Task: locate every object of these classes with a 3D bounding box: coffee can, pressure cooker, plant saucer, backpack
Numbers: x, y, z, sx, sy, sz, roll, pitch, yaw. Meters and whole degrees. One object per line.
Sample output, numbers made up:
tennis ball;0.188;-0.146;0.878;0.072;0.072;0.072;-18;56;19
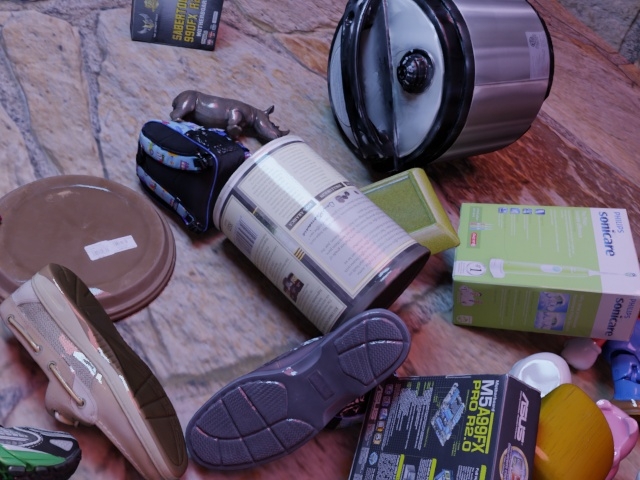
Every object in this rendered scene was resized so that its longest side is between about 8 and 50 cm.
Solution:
coffee can;0.000;0.000;0.853;0.275;0.201;0.201;44;48;16
pressure cooker;0.215;-0.341;1.133;0.421;0.375;0.369;-16;62;-35
plant saucer;0.126;-0.044;0.991;0.188;0.045;0.188;-21;55;4
backpack;0.048;0.206;0.776;0.114;0.084;0.105;-4;55;-19
plant saucer;-0.351;-0.002;0.811;0.278;0.041;0.277;13;46;-14
backpack;-0.214;-0.118;0.904;0.173;0.158;0.117;32;36;21

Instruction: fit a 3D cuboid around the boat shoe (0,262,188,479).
boat shoe;-0.272;0.171;0.663;0.098;0.109;0.302;-38;82;-4

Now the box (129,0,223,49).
box;-0.296;-0.526;1.162;0.183;0.231;0.056;-1;48;-26

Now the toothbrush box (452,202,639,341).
toothbrush box;0.381;0.046;0.965;0.283;0.122;0.206;2;43;16

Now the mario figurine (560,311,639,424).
mario figurine;0.553;0.189;1.027;0.198;0.170;0.320;42;46;-39

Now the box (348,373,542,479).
box;0.114;0.282;0.596;0.060;0.216;0.270;31;61;-25

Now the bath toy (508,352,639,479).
bath toy;0.414;0.312;0.795;0.151;0.129;0.348;-45;52;-4

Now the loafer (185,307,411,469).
loafer;-0.023;0.185;0.697;0.303;0.095;0.109;-31;87;2

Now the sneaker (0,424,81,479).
sneaker;-0.413;0.174;0.562;0.344;0.134;0.146;19;44;-9

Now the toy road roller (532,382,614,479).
toy road roller;0.273;0.324;0.665;0.203;0.240;0.329;-27;65;-38

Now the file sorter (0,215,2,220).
file sorter;-0.585;-0.074;0.640;0.291;0.182;0.202;23;48;4

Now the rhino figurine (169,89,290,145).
rhino figurine;-0.172;-0.233;1.073;0.243;0.073;0.106;4;53;-23
